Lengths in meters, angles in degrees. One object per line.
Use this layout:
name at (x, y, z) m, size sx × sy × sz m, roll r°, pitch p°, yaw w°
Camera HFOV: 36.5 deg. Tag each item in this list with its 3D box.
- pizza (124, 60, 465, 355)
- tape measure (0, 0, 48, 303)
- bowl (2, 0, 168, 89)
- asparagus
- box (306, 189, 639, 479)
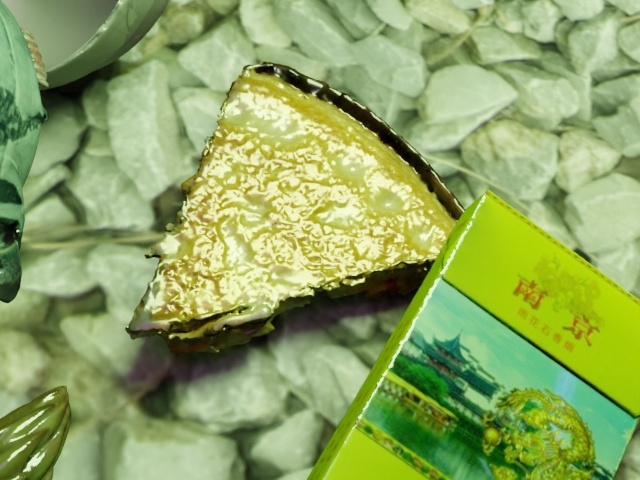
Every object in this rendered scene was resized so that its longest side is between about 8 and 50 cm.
pizza at (0.000, 0.000, 0.775) m, size 0.251 × 0.074 × 0.287 m, roll 20°, pitch 60°, yaw 4°
tape measure at (-0.335, -0.087, 0.703) m, size 0.256 × 0.147 × 0.274 m, roll -4°, pitch 81°, yaw 11°
bowl at (-0.230, -0.264, 0.825) m, size 0.287 × 0.144 × 0.286 m, roll 1°, pitch 92°, yaw 22°
asparagus at (-0.251, 0.204, 0.611) m, size 0.080 × 0.080 × 0.287 m, roll 31°, pitch 58°, yaw 11°
box at (0.113, 0.143, 0.680) m, size 0.187 × 0.047 × 0.335 m, roll 35°, pitch 63°, yaw -3°
